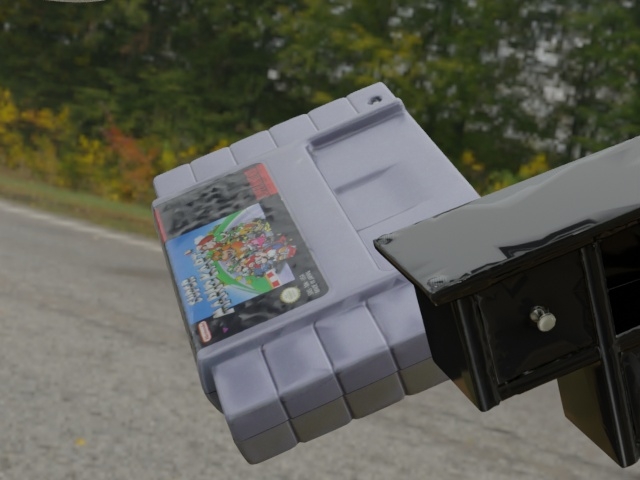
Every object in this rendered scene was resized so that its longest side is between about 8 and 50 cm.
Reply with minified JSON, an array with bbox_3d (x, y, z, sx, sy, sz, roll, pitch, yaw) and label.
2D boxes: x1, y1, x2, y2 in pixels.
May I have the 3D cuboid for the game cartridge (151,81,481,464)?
[{"bbox_3d":[0.000,0.000,0.859,0.230,0.068,0.355,-20,31,-6],"label":"game cartridge"}]

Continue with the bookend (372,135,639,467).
[{"bbox_3d":[0.126,0.050,0.572,0.157,0.156,0.072,-20,24,-11],"label":"bookend"}]
